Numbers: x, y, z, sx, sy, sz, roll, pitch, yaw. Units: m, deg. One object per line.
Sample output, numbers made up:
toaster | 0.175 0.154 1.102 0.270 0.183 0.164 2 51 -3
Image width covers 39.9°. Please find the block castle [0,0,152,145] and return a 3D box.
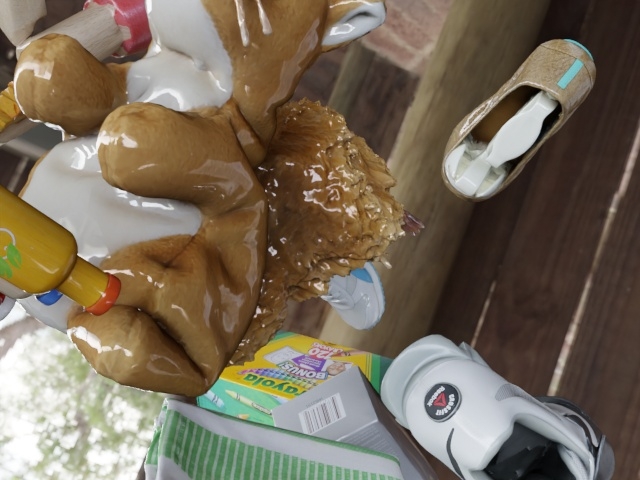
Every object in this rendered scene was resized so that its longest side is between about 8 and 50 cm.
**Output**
block castle | -0.387 -0.354 0.982 0.303 0.213 0.453 -21 108 51

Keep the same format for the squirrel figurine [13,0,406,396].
squirrel figurine | -0.092 -0.075 0.779 0.281 0.370 0.397 24 176 33

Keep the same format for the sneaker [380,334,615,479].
sneaker | 0.198 0.208 0.810 0.330 0.122 0.146 29 -171 -39

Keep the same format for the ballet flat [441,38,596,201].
ballet flat | 0.245 -0.130 1.203 0.116 0.124 0.342 38 143 -3

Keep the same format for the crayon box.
crayon box | -0.023 0.218 1.282 0.278 0.081 0.165 11 -154 30

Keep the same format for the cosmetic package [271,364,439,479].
cosmetic package | 0.056 0.278 1.065 0.238 0.127 0.107 57 -174 -36

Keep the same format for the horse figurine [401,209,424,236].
horse figurine | 0.000 0.000 1.186 0.263 0.066 0.174 -27 146 17

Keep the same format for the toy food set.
toy food set | -0.228 0.051 0.507 0.104 0.232 0.111 39 -165 -32

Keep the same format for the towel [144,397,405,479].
towel | -0.018 0.218 0.658 0.248 0.038 0.325 17 -170 -11

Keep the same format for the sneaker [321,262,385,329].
sneaker | -0.002 0.029 1.061 0.087 0.092 0.229 1 131 46
